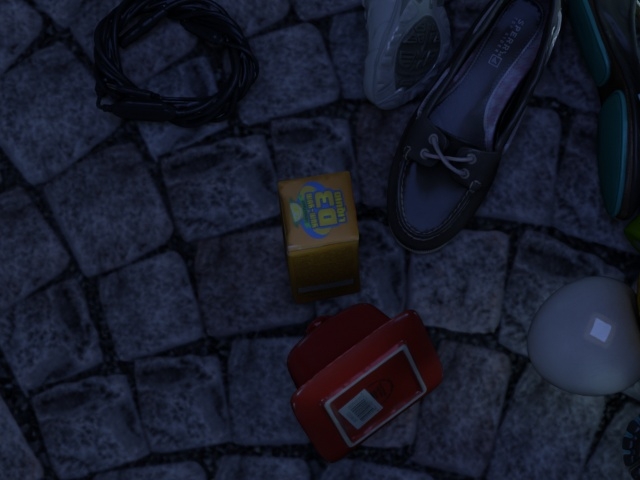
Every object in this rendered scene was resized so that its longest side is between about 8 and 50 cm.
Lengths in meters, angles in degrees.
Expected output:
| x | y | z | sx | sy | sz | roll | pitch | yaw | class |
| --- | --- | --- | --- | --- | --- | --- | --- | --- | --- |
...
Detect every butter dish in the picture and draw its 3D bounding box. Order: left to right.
| x | y | z | sx | sy | sz | roll | pitch | yaw | class |
| --- | --- | --- | --- | --- | --- | --- | --- | --- | --- |
| 0.027 | 0.124 | 1.891 | 0.160 | 0.160 | 0.118 | -37 | 55 | -7 | butter dish |

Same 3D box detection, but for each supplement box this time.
| x | y | z | sx | sy | sz | roll | pitch | yaw | class |
| --- | --- | --- | --- | --- | --- | --- | --- | --- | --- |
| 0.000 | 0.000 | 1.862 | 0.080 | 0.233 | 0.078 | -9 | 76 | 1 | supplement box |

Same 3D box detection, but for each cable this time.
| x | y | z | sx | sy | sz | roll | pitch | yaw | class |
| --- | --- | --- | --- | --- | --- | --- | --- | --- | --- |
| -0.158 | -0.200 | 2.021 | 0.184 | 0.047 | 0.150 | 2 | 72 | 6 | cable |

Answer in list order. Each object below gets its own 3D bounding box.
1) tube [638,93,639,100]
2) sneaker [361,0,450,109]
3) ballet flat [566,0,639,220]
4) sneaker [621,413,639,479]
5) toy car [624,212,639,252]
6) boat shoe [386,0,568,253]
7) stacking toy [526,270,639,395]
| x | y | z | sx | sy | sz | roll | pitch | yaw | class |
| --- | --- | --- | --- | --- | --- | --- | --- | --- | --- |
| 0.424 | -0.158 | 1.939 | 0.207 | 0.052 | 0.080 | -28 | 98 | -24 | tube |
| 0.083 | -0.259 | 2.006 | 0.115 | 0.090 | 0.232 | 18 | 95 | 48 | sneaker |
| 0.335 | -0.160 | 1.960 | 0.096 | 0.095 | 0.280 | -5 | 76 | -11 | ballet flat |
| 0.437 | 0.215 | 1.774 | 0.283 | 0.122 | 0.110 | 12 | 84 | 14 | sneaker |
| 0.406 | -0.048 | 1.870 | 0.149 | 0.188 | 0.155 | 41 | 81 | 21 | toy car |
| 0.163 | -0.146 | 1.960 | 0.112 | 0.095 | 0.335 | 27 | 79 | 9 | boat shoe |
| 0.420 | 0.046 | 1.717 | 0.480 | 0.350 | 0.350 | -16 | 75 | 17 | stacking toy |
